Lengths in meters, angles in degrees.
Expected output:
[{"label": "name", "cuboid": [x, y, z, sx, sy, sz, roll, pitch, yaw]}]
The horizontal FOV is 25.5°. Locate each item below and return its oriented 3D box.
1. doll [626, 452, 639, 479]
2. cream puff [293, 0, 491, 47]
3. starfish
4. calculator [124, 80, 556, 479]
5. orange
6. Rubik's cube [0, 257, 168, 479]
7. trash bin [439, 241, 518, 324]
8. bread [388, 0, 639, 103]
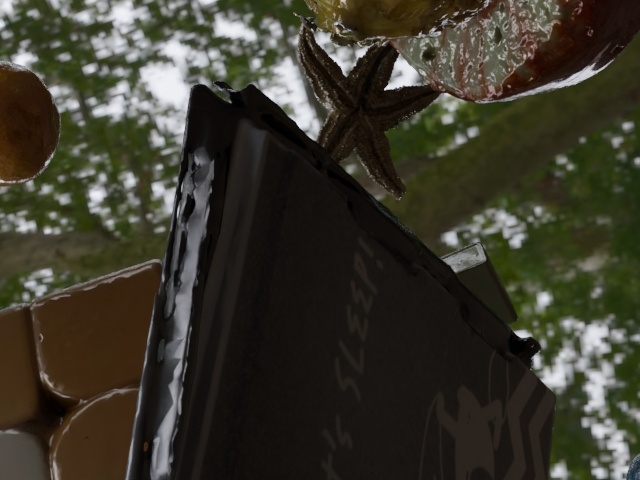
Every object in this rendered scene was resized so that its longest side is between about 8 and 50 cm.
[{"label": "doll", "cuboid": [0.415, 0.276, 1.624, 0.114, 0.152, 0.085, -31, -73, -64]}, {"label": "cream puff", "cuboid": [0.061, -0.209, 1.015, 0.189, 0.189, 0.129, 12, -122, -50]}, {"label": "starfish", "cuboid": [0.047, -0.162, 1.672, 0.227, 0.043, 0.240, -42, -70, -24]}, {"label": "calculator", "cuboid": [0.024, 0.074, 0.507, 0.274, 0.028, 0.165, 41, -130, -49]}, {"label": "orange", "cuboid": [-0.383, -0.144, 1.690, 0.136, 0.159, 0.159, -50, -59, -28]}, {"label": "Rubik's cube", "cuboid": [-0.109, 0.248, 1.162, 0.346, 0.344, 0.347, 68, -175, -53]}, {"label": "trash bin", "cuboid": [0.160, 0.051, 1.469, 0.043, 0.061, 0.092, -105, -10, -52]}, {"label": "bread", "cuboid": [0.181, -0.288, 1.341, 0.114, 0.327, 0.295, -13, -131, -43]}]
